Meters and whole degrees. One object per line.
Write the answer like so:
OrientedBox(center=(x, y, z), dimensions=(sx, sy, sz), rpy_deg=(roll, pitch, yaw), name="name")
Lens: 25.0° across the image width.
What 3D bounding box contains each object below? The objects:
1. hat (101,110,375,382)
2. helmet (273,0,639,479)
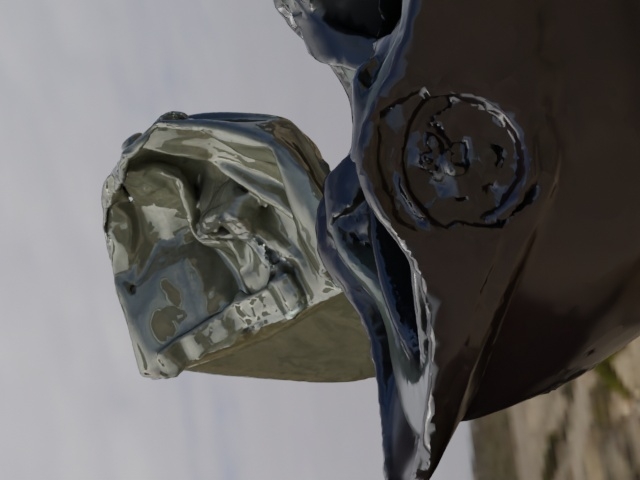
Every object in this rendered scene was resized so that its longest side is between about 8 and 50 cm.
OrientedBox(center=(0.000, 0.000, 0.860), dimensions=(0.245, 0.214, 0.149), rpy_deg=(-6, -108, -42), name="hat")
OrientedBox(center=(0.082, -0.054, 0.597), dimensions=(0.225, 0.177, 0.305), rpy_deg=(153, 104, -83), name="helmet")
